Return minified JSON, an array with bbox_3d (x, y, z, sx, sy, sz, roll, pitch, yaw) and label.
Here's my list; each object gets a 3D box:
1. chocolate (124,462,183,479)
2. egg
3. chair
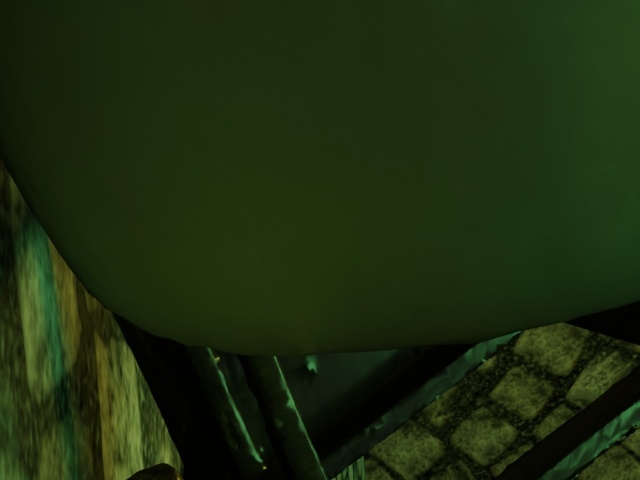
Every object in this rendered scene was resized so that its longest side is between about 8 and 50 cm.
[{"bbox_3d":[-0.047,0.185,0.882,0.086,0.085,0.219,-91,162,-45],"label":"chocolate"},{"bbox_3d":[0.024,-0.187,0.554,0.354,0.354,0.340,-86,160,-65],"label":"egg"},{"bbox_3d":[0.000,0.000,0.816,0.416,0.240,0.203,16,-45,55],"label":"chair"}]
